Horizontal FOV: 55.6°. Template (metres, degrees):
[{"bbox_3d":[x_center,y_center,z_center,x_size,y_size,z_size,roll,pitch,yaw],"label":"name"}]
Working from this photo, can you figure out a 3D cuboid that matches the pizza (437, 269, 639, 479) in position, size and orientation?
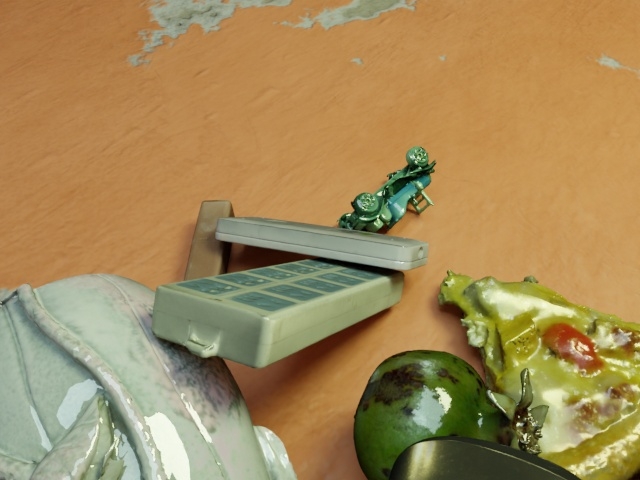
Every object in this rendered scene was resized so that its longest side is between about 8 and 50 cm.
[{"bbox_3d":[0.233,0.117,0.638,0.280,0.075,0.287,-36,55,-26],"label":"pizza"}]

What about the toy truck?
[{"bbox_3d":[0.097,-0.049,0.809,0.078,0.080,0.154,46,62,5],"label":"toy truck"}]

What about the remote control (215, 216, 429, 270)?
[{"bbox_3d":[0.000,0.000,0.734,0.250,0.034,0.103,8,6,22],"label":"remote control"}]

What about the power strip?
[{"bbox_3d":[-0.012,0.054,0.596,0.106,0.043,0.367,13,8,23],"label":"power strip"}]

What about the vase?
[{"bbox_3d":[-0.119,0.235,0.454,0.250,0.250,0.445,-28,58,-20],"label":"vase"}]

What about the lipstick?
[{"bbox_3d":[-0.142,0.014,0.782,0.045,0.045,0.145,-2,48,5],"label":"lipstick"}]

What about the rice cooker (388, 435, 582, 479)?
[{"bbox_3d":[0.122,0.205,0.422,0.165,0.112,0.106,15,33,1],"label":"rice cooker"}]

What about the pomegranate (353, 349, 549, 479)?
[{"bbox_3d":[0.109,0.163,0.543,0.169,0.148,0.148,-32,36,35],"label":"pomegranate"}]
